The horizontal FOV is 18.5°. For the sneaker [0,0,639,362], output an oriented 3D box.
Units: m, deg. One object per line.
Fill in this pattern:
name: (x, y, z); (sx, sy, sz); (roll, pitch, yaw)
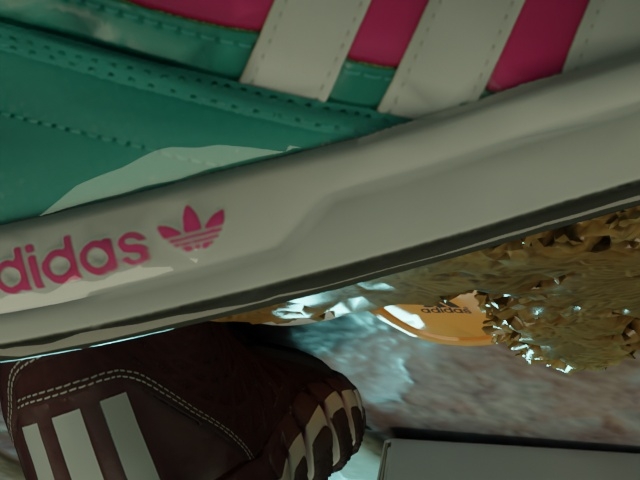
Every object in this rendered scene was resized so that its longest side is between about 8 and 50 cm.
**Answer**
sneaker: (0.031, -0.098, 0.380); (0.295, 0.178, 0.124); (-16, -171, -1)

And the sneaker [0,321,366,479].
sneaker: (-0.059, 0.027, 0.745); (0.106, 0.162, 0.281); (-19, -175, 6)

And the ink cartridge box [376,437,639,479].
ink cartridge box: (0.128, 0.190, 1.003); (0.172, 0.100, 0.237); (2, 154, 14)

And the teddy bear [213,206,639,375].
teddy bear: (0.117, -0.038, 0.544); (0.338, 0.113, 0.245); (-3, 159, 10)

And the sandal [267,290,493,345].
sandal: (0.010, 0.000, 0.673); (0.102, 0.076, 0.265); (-4, 151, 28)
